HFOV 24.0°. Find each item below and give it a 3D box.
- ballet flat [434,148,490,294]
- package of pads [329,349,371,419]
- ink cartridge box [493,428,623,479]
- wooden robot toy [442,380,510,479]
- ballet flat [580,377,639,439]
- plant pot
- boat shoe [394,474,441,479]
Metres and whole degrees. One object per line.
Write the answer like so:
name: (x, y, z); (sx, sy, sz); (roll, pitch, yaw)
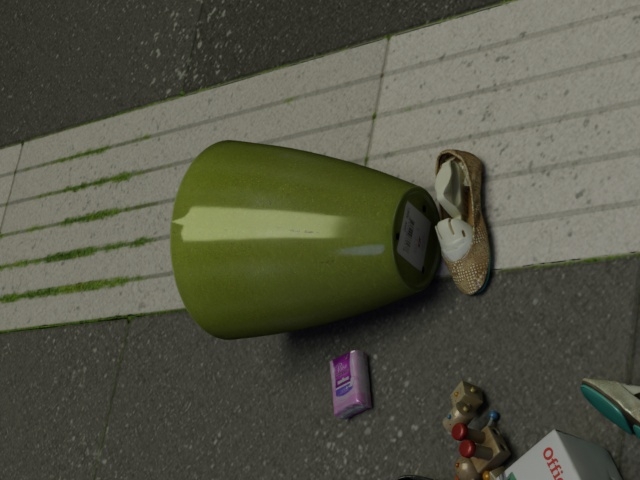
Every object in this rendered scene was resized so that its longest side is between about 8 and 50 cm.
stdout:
ballet flat: (0.173, -0.029, 1.931); (0.073, 0.067, 0.206); (-29, 50, 36)
package of pads: (0.040, 0.190, 1.992); (0.050, 0.032, 0.083); (-29, 50, 33)
ink cartridge box: (0.235, 0.335, 1.639); (0.219, 0.093, 0.160); (-46, 42, 22)
wooden robot toy: (0.175, 0.250, 1.779); (0.079, 0.076, 0.173); (-55, 37, 29)
ballet flat: (0.352, 0.190, 1.631); (0.052, 0.057, 0.168); (-37, 42, -11)
plant pot: (0.000, 0.000, 1.990); (0.294, 0.275, 0.274); (0, 70, 33)
boat shoe: (0.143, 0.310, 1.800); (0.142, 0.040, 0.049); (5, 74, 50)
